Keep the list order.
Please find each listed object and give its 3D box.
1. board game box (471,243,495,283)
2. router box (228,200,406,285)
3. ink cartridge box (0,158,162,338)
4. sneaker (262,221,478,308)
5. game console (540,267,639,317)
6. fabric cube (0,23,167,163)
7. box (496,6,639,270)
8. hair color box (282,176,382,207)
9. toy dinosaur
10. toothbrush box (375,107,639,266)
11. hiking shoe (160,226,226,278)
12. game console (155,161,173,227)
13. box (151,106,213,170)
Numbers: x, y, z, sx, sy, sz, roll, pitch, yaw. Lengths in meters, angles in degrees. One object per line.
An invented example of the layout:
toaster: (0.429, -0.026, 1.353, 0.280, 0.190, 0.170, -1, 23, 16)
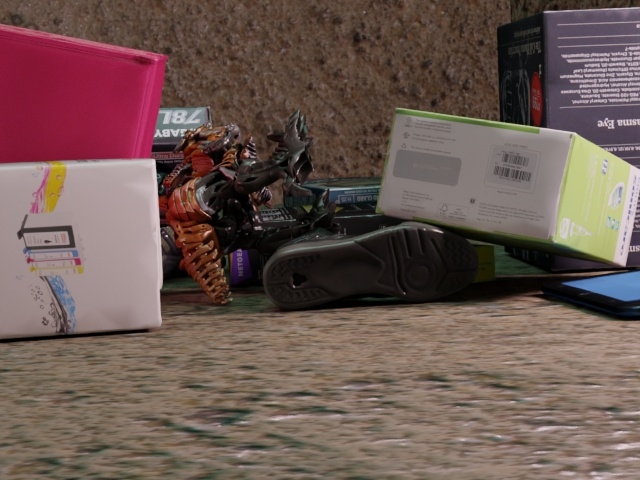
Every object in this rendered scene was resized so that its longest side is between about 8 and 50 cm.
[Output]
board game box: (0.102, 0.032, 2.090, 0.181, 0.043, 0.092, -5, 4, -37)
router box: (0.000, 0.000, 2.352, 0.242, 0.081, 0.309, -3, 4, -2)
ink cartridge box: (-0.284, 0.006, 1.821, 0.232, 0.168, 0.171, -3, 3, -13)
sneaker: (0.050, 0.022, 1.953, 0.227, 0.087, 0.130, -8, 10, -2)
game console: (0.376, -0.021, 1.819, 0.173, 0.250, 0.293, 23, -1, -11)
fabric cube: (-0.318, -0.103, 2.061, 0.254, 0.258, 0.259, 11, 6, -3)
box: (0.340, -0.130, 2.325, 0.178, 0.313, 0.343, -3, 3, -3)
hair color box: (0.059, -0.037, 2.698, 0.173, 0.105, 0.347, -4, 5, -11)
toy dinosaur: (-0.101, -0.032, 2.129, 0.218, 0.322, 0.164, -12, -33, 9)
toothbrush box: (0.214, -0.055, 2.020, 0.206, 0.122, 0.283, 10, -3, 26)
hiking shoe: (-0.220, -0.007, 2.370, 0.086, 0.114, 0.227, 0, 5, 42)
game console: (-0.345, -0.046, 2.274, 0.361, 0.213, 0.044, -11, -32, -24)
box: (-0.294, -0.065, 2.469, 0.295, 0.073, 0.293, -2, -32, -8)
